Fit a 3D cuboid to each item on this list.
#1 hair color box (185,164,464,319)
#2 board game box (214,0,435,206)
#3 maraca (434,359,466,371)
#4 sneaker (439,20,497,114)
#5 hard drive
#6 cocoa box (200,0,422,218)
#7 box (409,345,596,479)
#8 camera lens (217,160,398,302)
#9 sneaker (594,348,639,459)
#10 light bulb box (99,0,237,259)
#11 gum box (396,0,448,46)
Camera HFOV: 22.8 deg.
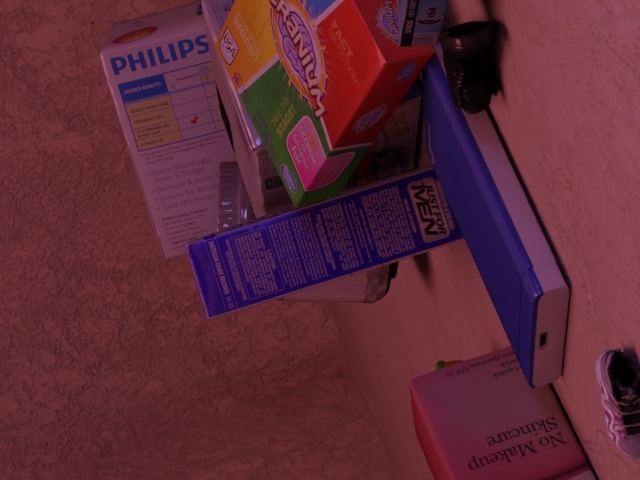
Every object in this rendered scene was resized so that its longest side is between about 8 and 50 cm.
[{"bbox_3d":[0.000,0.000,2.043,0.185,0.338,0.110,-173,67,-85],"label":"hair color box"},{"bbox_3d":[-0.006,-0.218,1.791,0.242,0.064,0.316,63,151,18],"label":"board game box"},{"bbox_3d":[0.204,0.222,2.030,0.185,0.099,0.127,45,-162,-33],"label":"maraca"},{"bbox_3d":[0.147,-0.164,1.532,0.170,0.051,0.089,-108,1,-81],"label":"sneaker"},{"bbox_3d":[0.180,-0.028,1.678,0.210,0.040,0.319,80,171,-59],"label":"hard drive"},{"bbox_3d":[-0.009,-0.186,2.131,0.347,0.228,0.231,88,163,-70],"label":"cocoa box"},{"bbox_3d":[0.207,0.252,1.757,0.127,0.148,0.232,79,171,-49],"label":"box"},{"bbox_3d":[-0.020,-0.017,2.415,0.219,0.274,0.219,-178,90,-87],"label":"camera lens"},{"bbox_3d":[0.263,0.140,1.364,0.069,0.038,0.098,97,155,-80],"label":"sneaker"},{"bbox_3d":[-0.131,-0.207,2.573,0.225,0.357,0.361,-97,-8,-69],"label":"light bulb box"},{"bbox_3d":[0.091,-0.291,1.455,0.157,0.041,0.184,91,176,-76],"label":"gum box"}]
